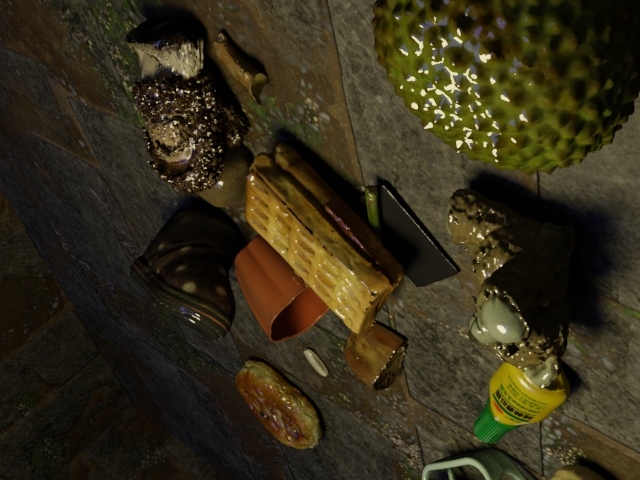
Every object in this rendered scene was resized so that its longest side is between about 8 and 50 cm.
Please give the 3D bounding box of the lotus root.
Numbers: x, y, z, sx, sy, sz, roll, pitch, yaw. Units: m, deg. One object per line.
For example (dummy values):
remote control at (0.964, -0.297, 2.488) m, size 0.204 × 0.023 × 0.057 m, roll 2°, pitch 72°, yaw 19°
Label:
lotus root at (0.105, 0.240, 1.657) m, size 0.135 × 0.095 × 0.159 m, roll 32°, pitch 144°, yaw 35°

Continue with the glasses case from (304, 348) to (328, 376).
glasses case at (-0.011, 0.298, 1.975) m, size 0.083 × 0.021 × 0.032 m, roll 54°, pitch 153°, yaw -13°

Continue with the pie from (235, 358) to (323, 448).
pie at (-0.114, 0.471, 2.293) m, size 0.315 × 0.092 × 0.315 m, roll 35°, pitch 149°, yaw 24°

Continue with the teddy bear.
teddy bear at (0.271, 0.076, 1.120) m, size 0.256 × 0.156 × 0.267 m, roll 79°, pitch 179°, yaw -46°

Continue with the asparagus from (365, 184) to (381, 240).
asparagus at (0.097, 0.001, 1.379) m, size 0.024 × 0.025 × 0.248 m, roll -8°, pitch 136°, yaw 4°

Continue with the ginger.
ginger at (-0.129, -0.282, 1.343) m, size 0.137 × 0.044 × 0.057 m, roll 49°, pitch -162°, yaw 14°

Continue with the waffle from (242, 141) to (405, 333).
waffle at (0.000, 0.000, 1.427) m, size 0.327 × 0.098 × 0.224 m, roll 46°, pitch 160°, yaw 14°

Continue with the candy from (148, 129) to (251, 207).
candy at (-0.235, -0.159, 1.596) m, size 0.234 × 0.102 × 0.104 m, roll 36°, pitch 151°, yaw 27°

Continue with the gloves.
gloves at (-0.245, -0.238, 1.458) m, size 0.210 × 0.135 × 0.312 m, roll 7°, pitch 114°, yaw 22°

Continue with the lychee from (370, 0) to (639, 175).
lychee at (0.174, -0.214, 0.757) m, size 0.320 × 0.270 × 0.270 m, roll 40°, pitch 161°, yaw -33°

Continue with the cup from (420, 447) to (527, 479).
cup at (0.346, 0.637, 1.688) m, size 0.310 × 0.400 × 0.392 m, roll 22°, pitch 172°, yaw -30°

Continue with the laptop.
laptop at (0.137, -0.007, 1.358) m, size 0.197 × 0.016 × 0.135 m, roll 49°, pitch 153°, yaw -8°

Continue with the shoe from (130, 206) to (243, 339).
shoe at (-0.263, 0.059, 1.786) m, size 0.171 × 0.237 × 0.384 m, roll 41°, pitch 172°, yaw -32°

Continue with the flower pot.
flower pot at (-0.076, 0.078, 1.621) m, size 0.173 × 0.191 × 0.190 m, roll 50°, pitch 156°, yaw 22°

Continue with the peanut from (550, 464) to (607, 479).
peanut at (0.505, 0.501, 1.400) m, size 0.274 × 0.111 × 0.125 m, roll 43°, pitch 158°, yaw 8°

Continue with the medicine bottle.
medicine bottle at (0.331, 0.279, 1.394) m, size 0.111 × 0.076 × 0.309 m, roll 40°, pitch 154°, yaw 16°
